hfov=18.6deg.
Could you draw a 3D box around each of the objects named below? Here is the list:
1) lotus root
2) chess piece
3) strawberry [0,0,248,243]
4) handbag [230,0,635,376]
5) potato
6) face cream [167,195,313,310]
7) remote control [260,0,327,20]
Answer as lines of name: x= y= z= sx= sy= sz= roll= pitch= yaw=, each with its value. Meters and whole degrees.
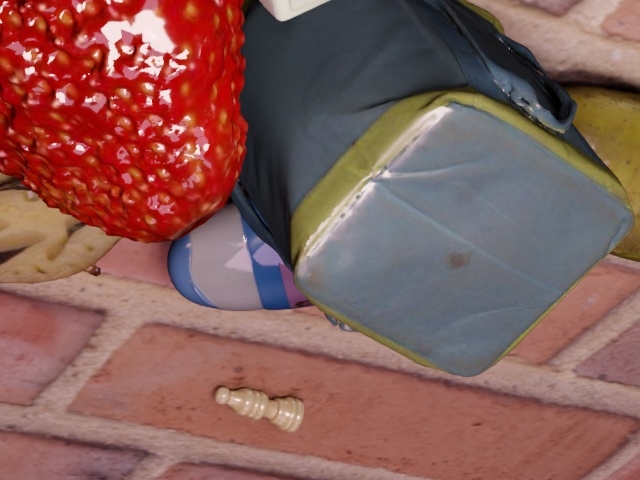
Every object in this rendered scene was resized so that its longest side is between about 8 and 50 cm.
lotus root: x=-0.229 y=-0.031 z=1.563 sx=0.261 sy=0.074 sz=0.170 roll=-3 pitch=146 yaw=-14
chess piece: x=-0.063 y=0.161 z=1.921 sx=0.092 sy=0.035 sz=0.035 roll=19 pitch=136 yaw=-31
strawberry: x=-0.162 y=-0.146 z=1.272 sx=0.261 sy=0.257 sz=0.261 roll=-4 pitch=153 yaw=-2
handbag: x=0.059 y=-0.064 z=1.403 sx=0.263 sy=0.241 sz=0.222 roll=25 pitch=113 yaw=-38
potato: x=0.241 y=-0.059 z=1.617 sx=0.251 sy=0.113 sz=0.149 roll=26 pitch=140 yaw=-30
face cream: x=0.000 y=0.000 z=1.658 sx=0.264 sy=0.083 sz=0.149 roll=-11 pitch=143 yaw=2
remote control: x=0.104 y=-0.263 z=1.234 sx=0.344 sy=0.050 sz=0.145 roll=-27 pitch=146 yaw=-13
